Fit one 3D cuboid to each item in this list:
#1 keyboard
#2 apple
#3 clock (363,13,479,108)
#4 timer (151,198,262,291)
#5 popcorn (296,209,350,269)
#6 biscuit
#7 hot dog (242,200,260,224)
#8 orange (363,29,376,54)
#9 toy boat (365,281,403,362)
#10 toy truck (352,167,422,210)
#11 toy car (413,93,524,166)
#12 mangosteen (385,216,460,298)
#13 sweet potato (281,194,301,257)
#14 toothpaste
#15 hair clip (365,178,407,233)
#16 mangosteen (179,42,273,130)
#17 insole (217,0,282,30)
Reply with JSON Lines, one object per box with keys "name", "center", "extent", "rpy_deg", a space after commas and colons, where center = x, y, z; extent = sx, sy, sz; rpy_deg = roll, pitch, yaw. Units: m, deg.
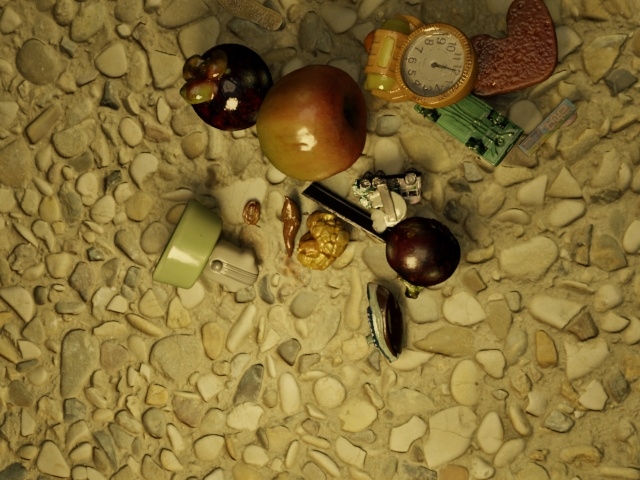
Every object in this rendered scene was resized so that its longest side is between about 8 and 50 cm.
{"name": "keyboard", "center": [0.089, -0.093, 1.936], "extent": [0.309, 0.101, 0.018], "rpy_deg": [31, 126, 6]}
{"name": "apple", "center": [-0.029, -0.352, 1.826], "extent": [0.305, 0.338, 0.339], "rpy_deg": [-4, 95, 32]}
{"name": "clock", "center": [0.302, -0.507, 1.754], "extent": [0.317, 0.200, 0.244], "rpy_deg": [20, 102, 28]}
{"name": "timer", "center": [-0.346, 0.057, 1.981], "extent": [0.315, 0.291, 0.291], "rpy_deg": [26, 101, -15]}
{"name": "popcorn", "center": [0.018, 0.005, 1.940], "extent": [0.163, 0.140, 0.194], "rpy_deg": [13, 88, 19]}
{"name": "biscuit", "center": [0.558, -0.573, 1.809], "extent": [0.277, 0.052, 0.262], "rpy_deg": [-16, 87, 14]}
{"name": "hot dog", "center": [-0.229, -0.092, 2.029], "extent": [0.058, 0.035, 0.083], "rpy_deg": [12, 98, 14]}
{"name": "orange", "center": [0.175, -0.607, 1.871], "extent": [0.083, 0.083, 0.084], "rpy_deg": [1, 96, 12]}
{"name": "toy boat", "center": [0.191, 0.262, 1.945], "extent": [0.115, 0.114, 0.262], "rpy_deg": [-2, 97, 44]}
{"name": "toy truck", "center": [0.214, -0.156, 1.898], "extent": [0.216, 0.110, 0.116], "rpy_deg": [-5, 107, 12]}
{"name": "toy car", "center": [0.439, -0.357, 1.822], "extent": [0.320, 0.097, 0.141], "rpy_deg": [41, 103, 21]}
{"name": "mangosteen", "center": [0.299, 0.067, 1.849], "extent": [0.231, 0.231, 0.289], "rpy_deg": [19, 119, 10]}
{"name": "sweet potato", "center": [-0.094, -0.051, 1.997], "extent": [0.068, 0.068, 0.226], "rpy_deg": [4, 114, 12]}
{"name": "toothpaste", "center": [0.682, -0.328, 1.808], "extent": [0.070, 0.044, 0.193], "rpy_deg": [44, 103, 5]}
{"name": "hair clip", "center": [0.202, -0.105, 1.844], "extent": [0.116, 0.049, 0.172], "rpy_deg": [-8, 120, 19]}
{"name": "mangosteen", "center": [-0.288, -0.477, 1.879], "extent": [0.288, 0.288, 0.288], "rpy_deg": [1, 96, 12]}
{"name": "insole", "center": [-0.235, -0.755, 1.978], "extent": [0.247, 0.011, 0.081], "rpy_deg": [29, 100, 8]}
